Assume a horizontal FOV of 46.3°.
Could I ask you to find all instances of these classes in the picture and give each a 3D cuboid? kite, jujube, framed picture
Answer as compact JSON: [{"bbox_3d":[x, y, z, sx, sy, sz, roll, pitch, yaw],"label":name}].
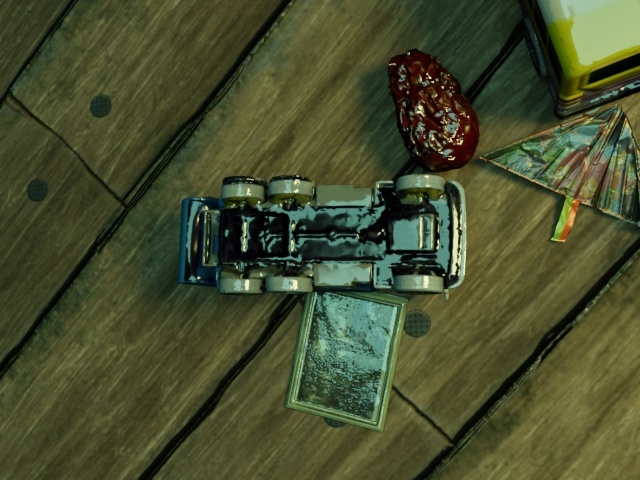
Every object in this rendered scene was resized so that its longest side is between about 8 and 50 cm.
[{"bbox_3d":[0.318,-0.086,0.923,0.241,0.014,0.183,20,104,10],"label":"kite"},{"bbox_3d":[0.144,-0.165,0.949,0.104,0.104,0.166,-16,78,15],"label":"jujube"},{"bbox_3d":[0.034,0.153,1.010,0.142,0.011,0.183,11,91,16],"label":"framed picture"}]

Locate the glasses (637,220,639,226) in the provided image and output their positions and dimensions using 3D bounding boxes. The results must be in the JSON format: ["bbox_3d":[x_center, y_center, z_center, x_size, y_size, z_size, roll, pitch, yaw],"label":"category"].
[{"bbox_3d":[0.476,0.021,0.809,0.255,0.162,0.095,23,80,18],"label":"glasses"}]

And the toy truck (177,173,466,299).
[{"bbox_3d":[0.000,0.000,0.935,0.367,0.175,0.146,1,84,15],"label":"toy truck"}]

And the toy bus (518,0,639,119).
[{"bbox_3d":[0.291,-0.389,0.832,0.209,0.249,0.440,-19,83,15],"label":"toy bus"}]
